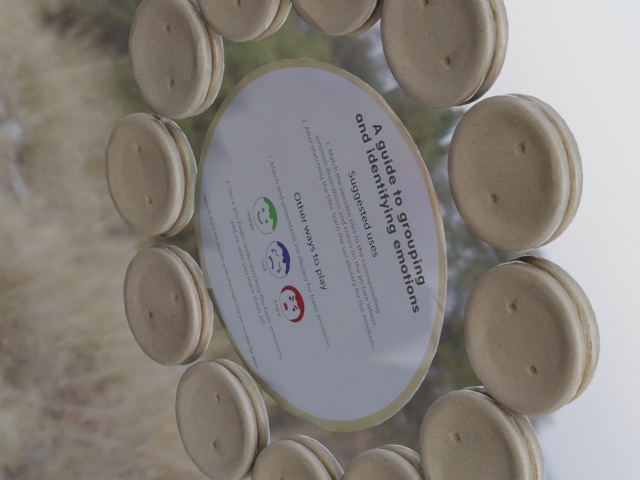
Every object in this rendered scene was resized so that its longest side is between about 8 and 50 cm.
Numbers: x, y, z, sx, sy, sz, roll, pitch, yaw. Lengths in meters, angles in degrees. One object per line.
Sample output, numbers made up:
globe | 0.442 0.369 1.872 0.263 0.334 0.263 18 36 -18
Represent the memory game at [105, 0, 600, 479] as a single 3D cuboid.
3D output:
memory game | 0.000 0.000 0.448 0.186 0.012 0.186 15 -70 47
